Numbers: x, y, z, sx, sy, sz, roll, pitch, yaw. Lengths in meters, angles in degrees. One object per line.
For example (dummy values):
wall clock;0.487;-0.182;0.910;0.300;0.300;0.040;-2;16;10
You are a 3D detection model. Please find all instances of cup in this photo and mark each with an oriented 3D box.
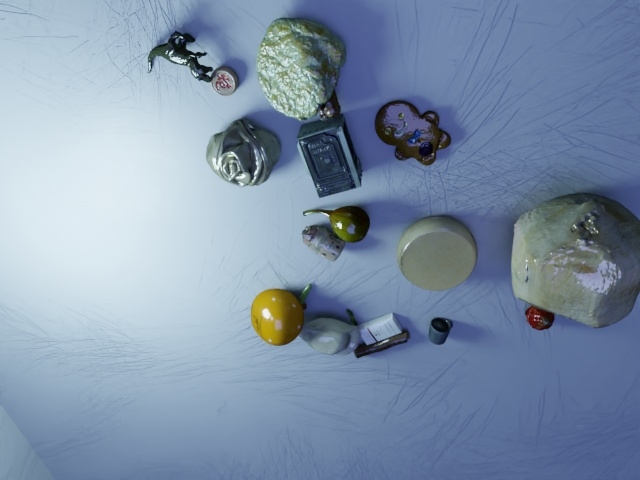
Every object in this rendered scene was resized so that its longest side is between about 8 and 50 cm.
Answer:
cup;0.459;0.343;1.894;0.100;0.078;0.077;-14;131;-21

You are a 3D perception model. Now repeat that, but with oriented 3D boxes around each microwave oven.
microwave oven;0.030;-0.255;1.521;0.162;0.122;0.208;-14;120;14

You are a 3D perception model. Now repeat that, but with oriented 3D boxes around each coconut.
coconut;0.762;0.034;1.472;0.405;0.404;0.404;3;123;5

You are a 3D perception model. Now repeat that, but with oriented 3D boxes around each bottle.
bottle;0.001;-0.001;1.707;0.152;0.099;0.099;29;121;-11

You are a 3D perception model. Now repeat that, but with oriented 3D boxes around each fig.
fig;0.051;-0.074;1.659;0.236;0.124;0.124;21;125;16

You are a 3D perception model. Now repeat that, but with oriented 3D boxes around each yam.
yam;0.241;0.412;1.969;0.241;0.057;0.057;-24;117;19

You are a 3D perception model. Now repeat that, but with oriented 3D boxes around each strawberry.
strawberry;0.796;0.282;1.798;0.106;0.106;0.106;3;123;5

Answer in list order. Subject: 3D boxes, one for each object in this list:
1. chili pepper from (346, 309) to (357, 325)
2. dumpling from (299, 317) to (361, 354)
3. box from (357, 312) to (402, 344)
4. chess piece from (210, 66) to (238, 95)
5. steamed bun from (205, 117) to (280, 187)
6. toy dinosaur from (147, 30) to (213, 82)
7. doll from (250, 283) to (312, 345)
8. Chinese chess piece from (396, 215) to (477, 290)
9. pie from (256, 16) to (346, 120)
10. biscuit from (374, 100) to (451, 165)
chili pepper;0.121;0.299;1.926;0.022;0.027;0.083;-21;117;15
dumpling;0.029;0.373;1.922;0.250;0.132;0.162;8;120;-2
box;0.229;0.345;1.935;0.154;0.040;0.084;-24;119;21
chess piece;-0.284;-0.469;1.470;0.084;0.038;0.083;2;121;4
steamed bun;-0.248;-0.257;1.539;0.218;0.144;0.211;28;121;-12
toy dinosaur;-0.412;-0.497;1.423;0.187;0.087;0.179;44;111;1
doll;-0.132;0.275;1.856;0.236;0.213;0.213;-18;130;-32
Chinese chess piece;0.392;0.047;1.688;0.273;0.102;0.273;3;121;5
pie;-0.060;-0.476;1.404;0.257;0.105;0.274;12;123;10
biscuit;0.272;-0.324;1.503;0.236;0.039;0.180;30;122;-11
